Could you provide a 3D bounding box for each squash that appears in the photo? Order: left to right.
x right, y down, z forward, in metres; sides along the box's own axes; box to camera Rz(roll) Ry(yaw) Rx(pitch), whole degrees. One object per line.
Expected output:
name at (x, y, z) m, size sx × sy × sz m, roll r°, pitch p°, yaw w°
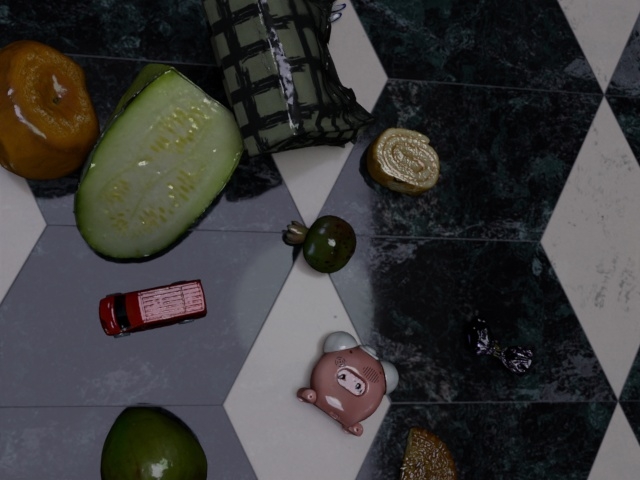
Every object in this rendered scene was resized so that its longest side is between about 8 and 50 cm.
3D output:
squash at (-0.308, -0.118, 1.439) m, size 0.233 × 0.210 × 0.309 m, roll 37°, pitch 69°, yaw -27°

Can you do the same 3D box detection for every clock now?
clock at (0.057, 0.270, 1.530) m, size 0.165 × 0.093 × 0.162 m, roll 36°, pitch 74°, yaw -5°

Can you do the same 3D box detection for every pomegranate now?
pomegranate at (0.000, 0.000, 1.553) m, size 0.142 × 0.114 × 0.115 m, roll 21°, pitch 78°, yaw 18°

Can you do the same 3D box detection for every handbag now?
handbag at (-0.048, -0.325, 1.479) m, size 0.162 × 0.327 × 0.326 m, roll -17°, pitch 88°, yaw 30°

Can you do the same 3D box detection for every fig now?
fig at (-0.296, 0.385, 1.402) m, size 0.180 × 0.181 × 0.191 m, roll -23°, pitch 66°, yaw -14°

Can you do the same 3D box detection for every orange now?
orange at (-0.508, -0.222, 1.430) m, size 0.249 × 0.183 × 0.249 m, roll 31°, pitch 49°, yaw -44°

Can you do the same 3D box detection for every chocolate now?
chocolate at (0.356, 0.215, 1.623) m, size 0.147 × 0.070 × 0.072 m, roll 33°, pitch 87°, yaw 5°

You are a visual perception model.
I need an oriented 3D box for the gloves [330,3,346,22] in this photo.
gloves at (0.016, -0.482, 1.656) m, size 0.064 × 0.026 × 0.086 m, roll 34°, pitch 72°, yaw -7°

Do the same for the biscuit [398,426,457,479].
biscuit at (0.208, 0.477, 1.566) m, size 0.125 × 0.025 × 0.206 m, roll 14°, pitch 80°, yaw -10°

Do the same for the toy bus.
toy bus at (-0.309, 0.123, 1.472) m, size 0.195 × 0.089 × 0.081 m, roll -10°, pitch 84°, yaw -13°

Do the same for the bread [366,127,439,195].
bread at (0.171, -0.163, 1.620) m, size 0.149 × 0.073 × 0.122 m, roll 19°, pitch 77°, yaw -9°
